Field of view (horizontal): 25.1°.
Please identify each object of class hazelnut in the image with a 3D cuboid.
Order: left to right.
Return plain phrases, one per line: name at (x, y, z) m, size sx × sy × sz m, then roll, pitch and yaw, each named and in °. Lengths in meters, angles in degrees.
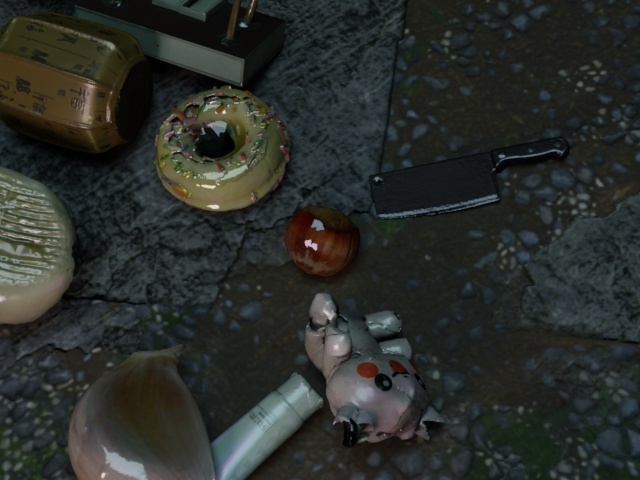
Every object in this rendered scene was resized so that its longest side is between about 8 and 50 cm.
hazelnut at (0.000, 0.000, 1.667) m, size 0.086 × 0.086 × 0.086 m, roll -3°, pitch 61°, yaw 4°

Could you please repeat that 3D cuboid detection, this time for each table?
table at (-0.174, -0.298, 1.806) m, size 0.240 × 0.111 × 0.121 m, roll 19°, pitch 37°, yaw 15°

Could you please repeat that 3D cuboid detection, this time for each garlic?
garlic at (-0.182, 0.242, 1.526) m, size 0.148 × 0.128 × 0.266 m, roll -41°, pitch 60°, yaw 15°

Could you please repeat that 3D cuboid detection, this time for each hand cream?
hand cream at (-0.086, 0.227, 1.564) m, size 0.205 × 0.050 × 0.078 m, roll -41°, pitch 58°, yaw -11°

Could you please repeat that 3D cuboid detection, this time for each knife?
knife at (0.183, -0.072, 1.722) m, size 0.245 × 0.019 × 0.072 m, roll -13°, pitch 64°, yaw 2°

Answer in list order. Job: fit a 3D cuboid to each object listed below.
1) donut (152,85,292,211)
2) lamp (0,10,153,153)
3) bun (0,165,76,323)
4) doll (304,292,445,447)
donut at (-0.120, -0.115, 1.746) m, size 0.174 × 0.068 × 0.175 m, roll -3°, pitch 62°, yaw 5°
lamp at (-0.307, -0.195, 1.763) m, size 0.185 × 0.161 × 0.161 m, roll 16°, pitch 64°, yaw 12°
bun at (-0.372, 0.013, 1.670) m, size 0.193 × 0.128 × 0.178 m, roll 16°, pitch 63°, yaw 2°
doll at (0.046, 0.145, 1.560) m, size 0.095 × 0.149 × 0.192 m, roll -49°, pitch 49°, yaw 26°
